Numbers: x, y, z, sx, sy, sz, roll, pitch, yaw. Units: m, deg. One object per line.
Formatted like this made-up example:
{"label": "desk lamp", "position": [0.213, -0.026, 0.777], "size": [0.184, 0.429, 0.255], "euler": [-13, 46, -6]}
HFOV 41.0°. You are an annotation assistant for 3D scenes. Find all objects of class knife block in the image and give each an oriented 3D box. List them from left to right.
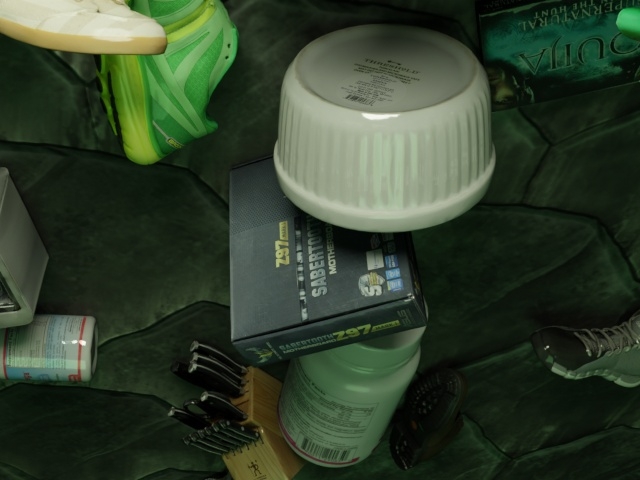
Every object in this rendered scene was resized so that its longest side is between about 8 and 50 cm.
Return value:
{"label": "knife block", "position": [-0.106, 0.242, 1.282], "size": [0.088, 0.242, 0.276], "euler": [-27, 179, 26]}

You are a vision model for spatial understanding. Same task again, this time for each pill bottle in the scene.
{"label": "pill bottle", "position": [-0.377, 0.139, 1.120], "size": [0.160, 0.087, 0.087], "euler": [3, 139, -7]}
{"label": "pill bottle", "position": [0.040, 0.166, 1.130], "size": [0.160, 0.160, 0.283], "euler": [5, 139, -11]}

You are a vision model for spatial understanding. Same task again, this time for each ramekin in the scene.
{"label": "ramekin", "position": [0.059, -0.112, 0.780], "size": [0.207, 0.207, 0.109], "euler": [-3, 130, -1]}

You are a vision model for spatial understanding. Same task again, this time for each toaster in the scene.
{"label": "toaster", "position": [-0.409, 0.017, 0.957], "size": [0.168, 0.110, 0.185], "euler": [-4, 140, 1]}

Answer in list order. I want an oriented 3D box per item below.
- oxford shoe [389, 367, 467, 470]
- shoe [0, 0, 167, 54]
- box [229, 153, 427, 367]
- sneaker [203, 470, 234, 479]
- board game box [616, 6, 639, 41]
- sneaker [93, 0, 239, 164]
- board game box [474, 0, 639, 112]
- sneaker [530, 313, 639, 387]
{"label": "oxford shoe", "position": [0.184, 0.268, 1.340], "size": [0.096, 0.083, 0.227], "euler": [-10, 143, -28]}
{"label": "shoe", "position": [-0.217, -0.186, 0.650], "size": [0.219, 0.076, 0.058], "euler": [17, 113, 11]}
{"label": "box", "position": [0.000, 0.000, 0.877], "size": [0.183, 0.232, 0.059], "euler": [-15, 141, 14]}
{"label": "sneaker", "position": [-0.124, 0.446, 1.515], "size": [0.115, 0.090, 0.232], "euler": [25, 141, -38]}
{"label": "board game box", "position": [0.259, -0.350, 0.425], "size": [0.390, 0.050, 0.390], "euler": [-37, 124, -11]}
{"label": "sneaker", "position": [-0.137, -0.204, 0.748], "size": [0.123, 0.109, 0.295], "euler": [-19, 141, -25]}
{"label": "board game box", "position": [0.249, -0.194, 0.828], "size": [0.186, 0.026, 0.126], "euler": [-11, 139, 8]}
{"label": "sneaker", "position": [0.406, 0.131, 1.191], "size": [0.229, 0.086, 0.132], "euler": [13, 133, -34]}
